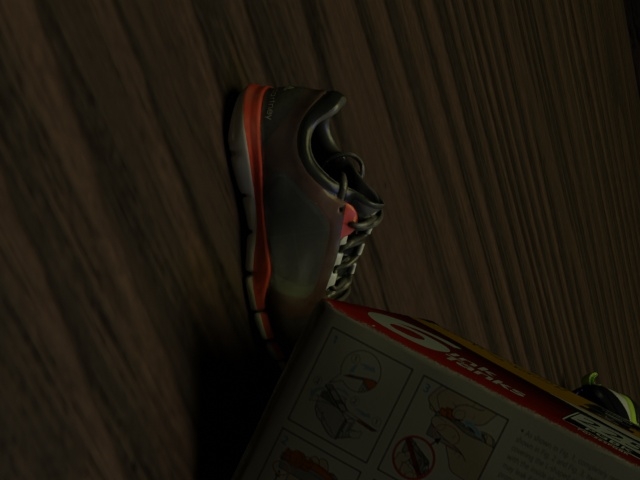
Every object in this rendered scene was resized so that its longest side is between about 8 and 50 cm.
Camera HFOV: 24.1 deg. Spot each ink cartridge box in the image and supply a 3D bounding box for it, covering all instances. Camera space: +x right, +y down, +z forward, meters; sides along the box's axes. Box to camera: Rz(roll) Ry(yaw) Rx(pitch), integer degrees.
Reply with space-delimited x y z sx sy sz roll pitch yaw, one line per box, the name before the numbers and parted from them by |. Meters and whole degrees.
ink cartridge box | 0.142 0.155 0.709 0.130 0.309 0.272 -64 162 3

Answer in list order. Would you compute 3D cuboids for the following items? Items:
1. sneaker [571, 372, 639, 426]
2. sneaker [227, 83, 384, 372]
sneaker | 0.283 0.253 1.569 0.097 0.084 0.235 34 49 -38
sneaker | 0.000 0.000 0.728 0.061 0.065 0.158 -54 135 -64
